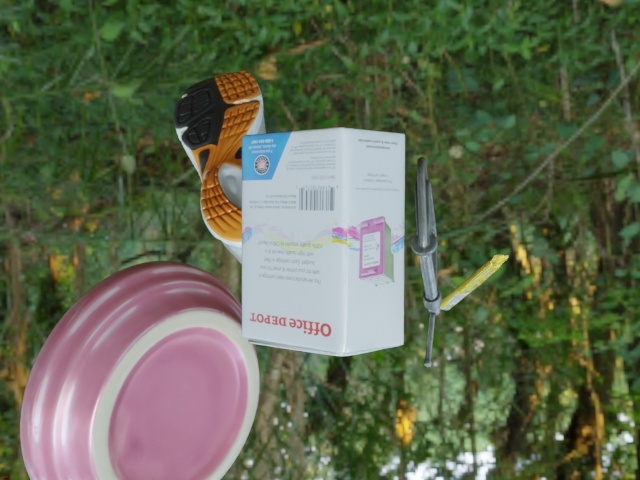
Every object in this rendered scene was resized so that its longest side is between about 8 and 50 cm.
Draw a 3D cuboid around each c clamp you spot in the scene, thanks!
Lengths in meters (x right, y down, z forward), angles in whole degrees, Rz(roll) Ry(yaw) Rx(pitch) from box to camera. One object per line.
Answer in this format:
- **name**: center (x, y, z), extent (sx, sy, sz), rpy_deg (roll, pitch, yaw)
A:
- **c clamp**: center (0.095, 0.012, 0.775), extent (0.022, 0.137, 0.161), rpy_deg (-1, 145, 11)

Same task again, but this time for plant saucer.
- **plant saucer**: center (-0.188, 0.193, 1.063), extent (0.084, 0.332, 0.332), rpy_deg (15, -169, 40)

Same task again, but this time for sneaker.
- **sneaker**: center (-0.089, -0.069, 0.955), extent (0.099, 0.262, 0.121), rpy_deg (-15, 141, 3)

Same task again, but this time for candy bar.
- **candy bar**: center (0.256, 0.074, 1.527), extent (0.040, 0.018, 0.161), rpy_deg (3, 142, -45)

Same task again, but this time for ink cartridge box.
- **ink cartridge box**: center (0.000, 0.000, 0.513), extent (0.052, 0.123, 0.088), rpy_deg (0, -178, -44)

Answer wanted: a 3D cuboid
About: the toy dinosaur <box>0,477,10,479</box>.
- **toy dinosaur**: center (-0.306, 0.257, 0.493), extent (0.322, 0.218, 0.164), rpy_deg (-49, -167, -31)
